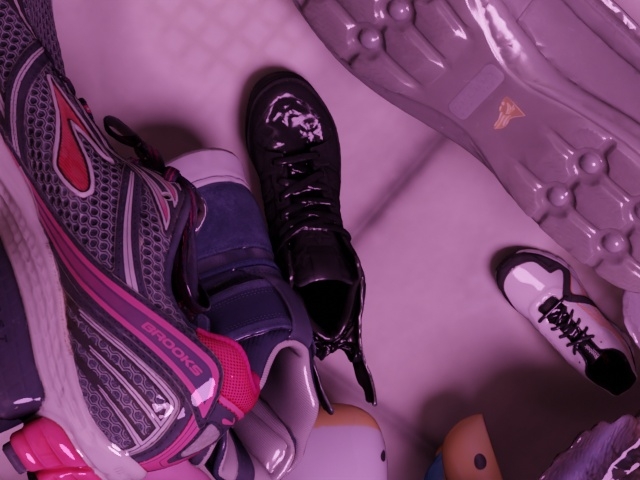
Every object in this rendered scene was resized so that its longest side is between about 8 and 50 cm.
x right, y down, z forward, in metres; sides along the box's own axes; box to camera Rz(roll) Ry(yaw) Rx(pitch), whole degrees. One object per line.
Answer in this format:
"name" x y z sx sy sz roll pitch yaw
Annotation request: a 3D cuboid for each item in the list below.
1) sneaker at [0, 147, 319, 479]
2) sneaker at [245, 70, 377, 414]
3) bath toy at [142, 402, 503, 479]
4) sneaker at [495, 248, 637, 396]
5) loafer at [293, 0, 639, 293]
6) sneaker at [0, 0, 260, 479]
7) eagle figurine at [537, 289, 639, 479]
"sneaker" -0.101 0.080 0.915 0.226 0.163 0.086 -39 151 21
"sneaker" -0.003 0.000 0.942 0.051 0.089 0.170 -10 113 -10
"bath toy" -0.070 0.175 0.985 0.348 0.129 0.151 -8 112 -2
"sneaker" 0.144 0.046 1.002 0.109 0.044 0.040 40 104 -16
"loafer" 0.091 -0.108 0.910 0.319 0.111 0.112 46 128 -5
"sneaker" -0.114 -0.022 0.846 0.112 0.299 0.121 -21 156 3
"eagle figurine" 0.206 0.171 0.949 0.226 0.225 0.298 29 114 -13
